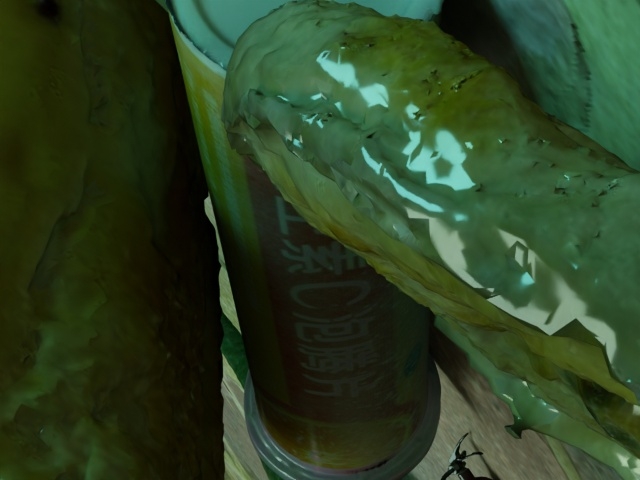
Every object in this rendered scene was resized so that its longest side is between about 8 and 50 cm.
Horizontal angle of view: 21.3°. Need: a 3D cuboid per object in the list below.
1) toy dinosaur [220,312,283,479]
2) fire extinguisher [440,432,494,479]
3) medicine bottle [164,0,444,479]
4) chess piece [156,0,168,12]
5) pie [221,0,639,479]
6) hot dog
[{"bbox_3d":[-0.024,0.123,1.308,0.300,0.087,0.447,65,167,-4],"label":"toy dinosaur"},{"bbox_3d":[0.092,0.162,0.956,0.100,0.046,0.032,55,156,3],"label":"fire extinguisher"},{"bbox_3d":[0.000,0.000,0.734,0.108,0.108,0.426,53,168,22],"label":"medicine bottle"},{"bbox_3d":[-0.112,-0.135,0.905,0.090,0.090,0.200,59,171,-9],"label":"chess piece"},{"bbox_3d":[0.084,0.033,0.461,0.274,0.055,0.274,39,175,4],"label":"pie"},{"bbox_3d":[-0.130,0.121,0.696,0.367,0.196,0.365,84,179,-55],"label":"hot dog"}]
